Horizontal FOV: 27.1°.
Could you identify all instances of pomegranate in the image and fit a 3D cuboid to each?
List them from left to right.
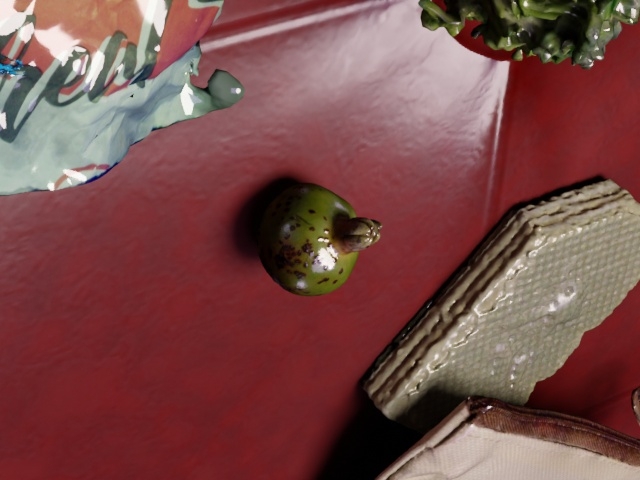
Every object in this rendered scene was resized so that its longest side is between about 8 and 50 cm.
[{"bbox_3d":[-0.002,0.004,0.852,0.073,0.084,0.073,-17,122,-29],"label":"pomegranate"}]

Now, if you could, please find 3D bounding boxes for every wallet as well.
[{"bbox_3d":[0.141,0.219,1.121,0.335,0.068,0.275,17,123,-47],"label":"wallet"}]

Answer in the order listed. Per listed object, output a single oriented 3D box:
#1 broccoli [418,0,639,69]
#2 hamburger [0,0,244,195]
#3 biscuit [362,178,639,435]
[{"bbox_3d":[0.085,-0.201,0.666,0.275,0.177,0.198,9,99,-46],"label":"broccoli"},{"bbox_3d":[-0.140,-0.161,0.589,0.260,0.150,0.276,-4,111,-56],"label":"hamburger"},{"bbox_3d":[0.161,0.058,1.047,0.252,0.052,0.150,-49,138,6],"label":"biscuit"}]
